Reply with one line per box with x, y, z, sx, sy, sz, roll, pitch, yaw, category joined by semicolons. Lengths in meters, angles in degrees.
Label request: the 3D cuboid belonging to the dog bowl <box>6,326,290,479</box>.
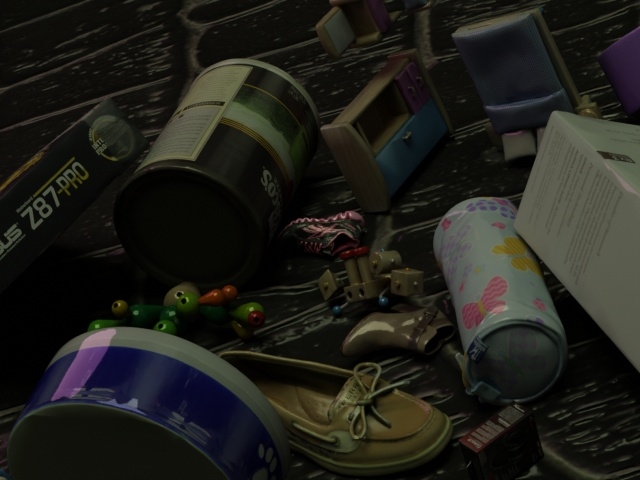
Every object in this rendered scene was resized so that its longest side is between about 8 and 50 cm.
-0.169;0.216;1.439;0.265;0.265;0.104;-2;39;25;dog bowl

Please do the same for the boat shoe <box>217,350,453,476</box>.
0.005;0.180;1.567;0.285;0.089;0.104;4;38;31;boat shoe

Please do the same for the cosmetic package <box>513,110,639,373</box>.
0.379;0.018;1.492;0.217;0.156;0.385;5;24;-23;cosmetic package

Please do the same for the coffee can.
-0.131;-0.089;1.941;0.201;0.201;0.275;-4;35;22;coffee can

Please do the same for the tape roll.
0.493;-0.260;1.852;0.275;0.090;0.275;-28;-4;-2;tape roll

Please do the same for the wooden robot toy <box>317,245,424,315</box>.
0.074;0.043;1.754;0.079;0.076;0.173;-5;-5;-37;wooden robot toy

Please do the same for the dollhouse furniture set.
0.169;-0.198;1.872;0.303;0.286;0.198;-6;32;41;dollhouse furniture set

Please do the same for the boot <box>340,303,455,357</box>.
0.093;0.111;1.675;0.118;0.042;0.087;-36;38;-25;boot

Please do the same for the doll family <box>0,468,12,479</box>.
-0.453;0.311;1.577;0.263;0.118;0.163;-19;32;0;doll family

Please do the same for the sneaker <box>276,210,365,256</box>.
0.000;0.000;1.895;0.119;0.047;0.057;-14;44;10;sneaker

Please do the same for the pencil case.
0.196;0.064;1.628;0.113;0.124;0.273;18;31;-15;pencil case

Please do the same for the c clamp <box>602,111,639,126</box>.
0.380;-0.134;1.917;0.160;0.022;0.137;-7;34;18;c clamp

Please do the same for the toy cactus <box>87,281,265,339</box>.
-0.169;0.099;1.797;0.219;0.112;0.180;-17;13;7;toy cactus

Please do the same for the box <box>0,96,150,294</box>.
-0.429;-0.001;1.908;0.395;0.097;0.318;-27;16;50;box

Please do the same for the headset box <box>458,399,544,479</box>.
0.178;0.210;1.460;0.083;0.062;0.032;-32;34;-22;headset box
